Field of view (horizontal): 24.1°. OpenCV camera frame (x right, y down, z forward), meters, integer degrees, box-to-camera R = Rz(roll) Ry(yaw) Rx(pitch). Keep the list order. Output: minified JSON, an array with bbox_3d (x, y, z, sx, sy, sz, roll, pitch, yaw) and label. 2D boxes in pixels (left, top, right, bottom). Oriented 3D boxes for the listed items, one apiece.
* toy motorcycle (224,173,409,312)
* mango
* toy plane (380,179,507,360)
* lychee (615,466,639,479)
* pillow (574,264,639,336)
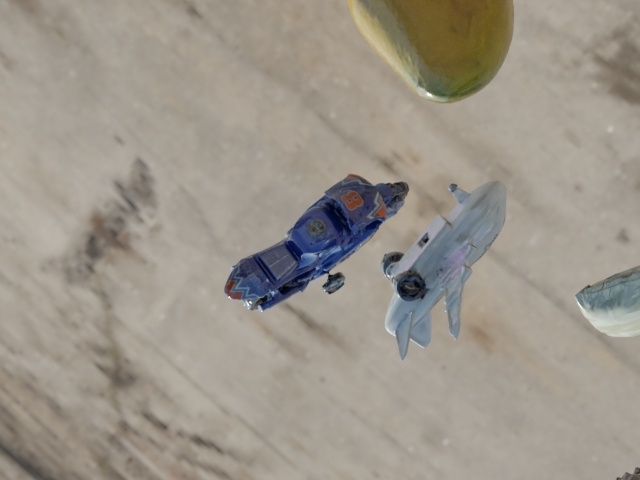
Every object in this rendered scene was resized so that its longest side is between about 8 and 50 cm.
[{"bbox_3d":[0.000,0.000,1.465,0.076,0.205,0.114,54,-179,15],"label":"toy motorcycle"},{"bbox_3d":[0.118,-0.256,1.597,0.119,0.176,0.317,101,164,-44],"label":"mango"},{"bbox_3d":[0.153,0.026,1.931,0.101,0.255,0.251,28,-168,-18],"label":"toy plane"},{"bbox_3d":[0.299,0.319,1.199,0.300,0.300,0.300,36,160,16],"label":"lychee"},{"bbox_3d":[0.374,0.043,1.513,0.229,0.051,0.128,-22,153,26],"label":"pillow"}]
